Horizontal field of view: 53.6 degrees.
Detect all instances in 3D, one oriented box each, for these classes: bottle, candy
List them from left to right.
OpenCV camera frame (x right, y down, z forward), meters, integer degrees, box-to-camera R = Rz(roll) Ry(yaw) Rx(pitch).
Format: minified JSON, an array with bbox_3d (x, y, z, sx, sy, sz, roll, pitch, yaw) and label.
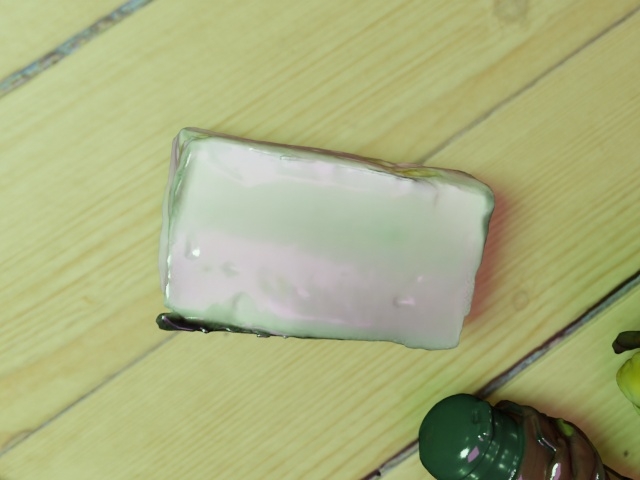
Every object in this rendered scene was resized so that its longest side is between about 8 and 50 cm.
[{"bbox_3d":[0.000,0.000,0.535,0.265,0.116,0.155,7,98,-14],"label":"candy"},{"bbox_3d":[0.207,0.242,0.625,0.271,0.143,0.156,37,130,-20],"label":"bottle"}]

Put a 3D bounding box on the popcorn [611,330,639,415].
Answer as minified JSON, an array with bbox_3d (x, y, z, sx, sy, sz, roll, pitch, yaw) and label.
[{"bbox_3d":[0.429,0.139,0.564,0.381,0.349,0.349,38,90,-21],"label":"popcorn"}]
